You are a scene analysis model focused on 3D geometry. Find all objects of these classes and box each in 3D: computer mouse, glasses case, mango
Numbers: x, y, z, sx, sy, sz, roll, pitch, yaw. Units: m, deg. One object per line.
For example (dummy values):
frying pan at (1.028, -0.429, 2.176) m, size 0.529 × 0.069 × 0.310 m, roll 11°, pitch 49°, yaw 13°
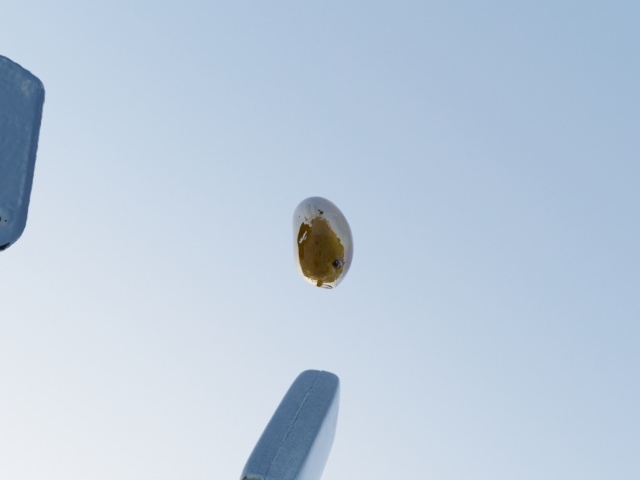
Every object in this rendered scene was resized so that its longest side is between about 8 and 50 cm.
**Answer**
computer mouse at (-0.454, -0.114, 0.958) m, size 0.100 × 0.170 × 0.270 m, roll 0°, pitch -103°, yaw 30°
glasses case at (-0.038, 0.294, 1.021) m, size 0.074 × 0.323 × 0.131 m, roll 10°, pitch -72°, yaw 11°
mango at (0.000, 0.000, 0.823) m, size 0.060 × 0.114 × 0.080 m, roll 8°, pitch -50°, yaw -23°
